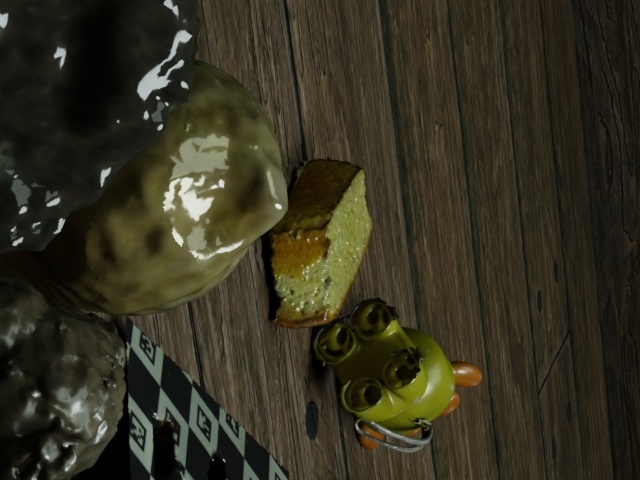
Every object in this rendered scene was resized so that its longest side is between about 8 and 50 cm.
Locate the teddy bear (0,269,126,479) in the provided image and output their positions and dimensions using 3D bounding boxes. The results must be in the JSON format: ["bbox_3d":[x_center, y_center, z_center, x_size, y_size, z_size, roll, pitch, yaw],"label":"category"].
[{"bbox_3d":[-0.184,0.062,0.739,0.177,0.190,0.140,-76,172,-61],"label":"teddy bear"}]

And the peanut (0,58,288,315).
[{"bbox_3d":[-0.134,-0.031,0.860,0.159,0.291,0.143,7,88,-28],"label":"peanut"}]

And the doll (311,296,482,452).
[{"bbox_3d":[0.079,0.141,1.596,0.135,0.143,0.221,58,3,32],"label":"doll"}]

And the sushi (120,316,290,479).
[{"bbox_3d":[-0.089,0.202,1.190,0.279,0.043,0.192,52,23,-49],"label":"sushi"}]

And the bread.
[{"bbox_3d":[0.000,0.000,1.486,0.187,0.065,0.103,-58,147,-57],"label":"bread"}]

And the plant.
[{"bbox_3d":[-0.181,-0.145,0.717,0.213,0.215,0.312,45,12,-39],"label":"plant"}]
